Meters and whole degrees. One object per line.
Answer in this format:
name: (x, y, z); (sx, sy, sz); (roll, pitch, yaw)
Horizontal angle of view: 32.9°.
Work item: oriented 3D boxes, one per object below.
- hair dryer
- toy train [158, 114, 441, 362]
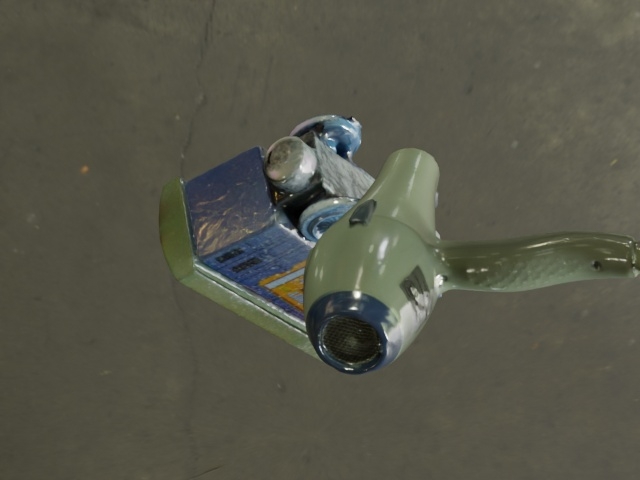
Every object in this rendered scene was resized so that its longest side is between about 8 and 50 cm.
hair dryer: (0.089, -0.010, 0.528); (0.199, 0.167, 0.067); (-13, 120, 7)
toy train: (0.000, 0.000, 1.042); (0.202, 0.300, 0.131); (-26, 55, 22)
